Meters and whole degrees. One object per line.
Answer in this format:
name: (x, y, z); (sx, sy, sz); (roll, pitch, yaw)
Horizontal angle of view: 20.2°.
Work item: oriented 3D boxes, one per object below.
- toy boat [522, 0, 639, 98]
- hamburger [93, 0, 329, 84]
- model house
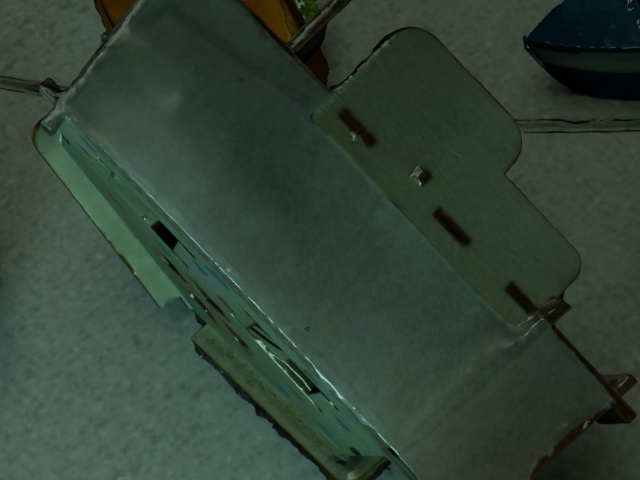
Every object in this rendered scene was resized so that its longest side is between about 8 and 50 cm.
toy boat: (0.267, -0.141, 1.055); (0.299, 0.062, 0.096); (-14, 56, 4)
hamburger: (-0.061, -0.119, 1.111); (0.137, 0.087, 0.166); (-25, 56, -3)
model house: (0.000, 0.000, 0.955); (0.326, 0.244, 0.169); (46, 77, -2)
